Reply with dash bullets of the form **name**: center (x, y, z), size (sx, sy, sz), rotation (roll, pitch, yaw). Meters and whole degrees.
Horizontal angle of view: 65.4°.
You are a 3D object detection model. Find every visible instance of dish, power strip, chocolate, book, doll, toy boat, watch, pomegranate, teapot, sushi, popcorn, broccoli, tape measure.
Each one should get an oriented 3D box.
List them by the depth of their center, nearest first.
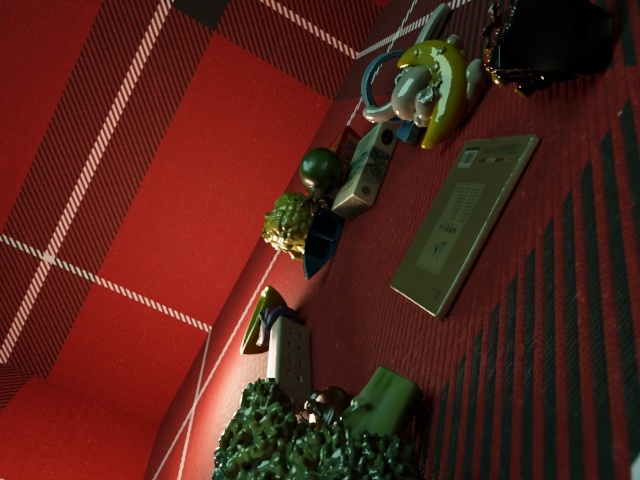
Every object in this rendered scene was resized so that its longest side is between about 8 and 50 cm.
- **broccoli**: center (-0.005, 0.280, 0.629), size (0.375, 0.249, 0.302), rotation (130, 160, -61)
- **sushi**: center (0.324, -0.306, 0.756), size (0.150, 0.153, 0.172), rotation (77, -164, -83)
- **book**: center (0.228, -0.032, 0.842), size (0.311, 0.021, 0.217), rotation (-62, 14, 2)
- **teapot**: center (0.006, 0.307, 0.899), size (0.098, 0.078, 0.129), rotation (-63, 13, -2)
- **doll**: center (0.229, -0.324, 1.087), size (0.237, 0.111, 0.252), rotation (48, 118, 32)
- **power strip**: center (-0.074, 0.295, 1.190), size (0.058, 0.098, 0.338), rotation (-55, 15, 18)
- **watch**: center (0.195, -0.366, 1.242), size (0.211, 0.193, 0.211), rotation (-56, 13, 20)
- **tape measure**: center (-0.118, 0.243, 1.401), size (0.074, 0.125, 0.118), rotation (-24, 54, 62)
- **pomegranate**: center (-0.001, -0.177, 1.493), size (0.152, 0.131, 0.191), rotation (70, -152, -59)
- **toy boat**: center (0.000, 0.000, 1.498), size (0.062, 0.096, 0.299), rotation (123, 168, -55)
- **dish**: center (-0.160, 0.258, 1.549), size (0.262, 0.108, 0.221), rotation (158, 135, -80)
- **popcorn**: center (-0.069, -0.041, 1.660), size (0.206, 0.251, 0.237), rotation (-44, -32, -24)
- **chocolate**: center (0.051, -0.244, 1.753), size (0.235, 0.108, 0.238), rotation (-40, 27, 58)

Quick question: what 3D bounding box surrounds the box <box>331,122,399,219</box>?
- **box**: center (0.130, -0.202, 1.441), size (0.257, 0.069, 0.164), rotation (-68, 14, -20)

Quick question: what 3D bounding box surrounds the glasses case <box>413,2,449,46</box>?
- **glasses case**: center (0.337, -0.638, 1.545), size (0.197, 0.049, 0.076), rotation (-61, 14, 7)
